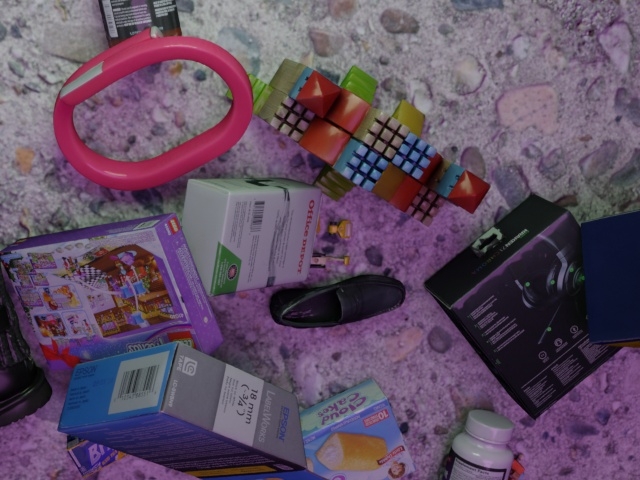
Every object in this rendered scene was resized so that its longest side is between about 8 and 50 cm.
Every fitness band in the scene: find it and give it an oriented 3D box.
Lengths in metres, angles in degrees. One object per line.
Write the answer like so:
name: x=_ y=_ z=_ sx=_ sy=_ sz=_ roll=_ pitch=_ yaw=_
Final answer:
fitness band: x=-0.234 y=-0.177 z=1.327 sx=0.291 sy=0.054 sz=0.209 roll=-24 pitch=133 yaw=17

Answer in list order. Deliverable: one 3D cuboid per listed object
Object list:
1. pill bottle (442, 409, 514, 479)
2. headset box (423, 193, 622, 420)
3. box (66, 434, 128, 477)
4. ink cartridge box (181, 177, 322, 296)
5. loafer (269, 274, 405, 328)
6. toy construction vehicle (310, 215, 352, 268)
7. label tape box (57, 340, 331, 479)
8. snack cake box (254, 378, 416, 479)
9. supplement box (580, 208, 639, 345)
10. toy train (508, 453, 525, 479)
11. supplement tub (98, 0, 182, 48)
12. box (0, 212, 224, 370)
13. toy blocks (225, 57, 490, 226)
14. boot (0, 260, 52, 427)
pill bottle: x=0.268 y=0.394 z=1.638 sx=0.108 sy=0.108 sz=0.193 roll=10 pitch=102 yaw=-16
headset box: x=0.345 y=0.100 z=1.565 sx=0.246 sy=0.131 sz=0.283 roll=-40 pitch=110 yaw=-1
box: x=-0.308 y=0.299 z=1.496 sx=0.169 sy=0.054 sz=0.059 roll=-27 pitch=109 yaw=-5
ink cartridge box: x=-0.102 y=-0.011 z=1.394 sx=0.208 sy=0.087 sz=0.153 roll=-5 pitch=109 yaw=-52
loafer: x=0.032 y=0.103 z=1.515 sx=0.223 sy=0.078 sz=0.076 roll=-7 pitch=107 yaw=-12
toy construction vehicle: x=0.000 y=0.000 z=1.508 sx=0.098 sy=0.035 sz=0.085 roll=-1 pitch=94 yaw=-16
label tape box: x=-0.163 y=0.263 z=1.371 sx=0.334 sy=0.241 sz=0.106 roll=32 pitch=56 yaw=-38
snack cake box: x=0.005 y=0.358 z=1.572 sx=0.264 sy=0.089 sz=0.152 roll=-25 pitch=108 yaw=-6
supplement box: x=0.596 y=0.066 z=1.495 sx=0.357 sy=0.195 sz=0.194 roll=8 pitch=76 yaw=-39
toy train: x=0.353 y=0.467 z=1.712 sx=0.125 sy=0.046 sz=0.166 roll=-40 pitch=110 yaw=-1
supplement tub: x=-0.257 y=-0.363 z=1.304 sx=0.106 sy=0.106 sz=0.197 roll=-13 pitch=107 yaw=-11
box: x=-0.298 y=0.079 z=1.349 sx=0.293 sy=0.057 sz=0.201 roll=-7 pitch=111 yaw=29
toy blocks: x=0.067 y=-0.133 z=1.364 sx=0.381 sy=0.261 sz=0.190 roll=31 pitch=95 yaw=-19
boot: x=-0.580 y=0.175 z=1.350 sx=0.348 sy=0.131 sz=0.260 roll=-27 pitch=116 yaw=-17
